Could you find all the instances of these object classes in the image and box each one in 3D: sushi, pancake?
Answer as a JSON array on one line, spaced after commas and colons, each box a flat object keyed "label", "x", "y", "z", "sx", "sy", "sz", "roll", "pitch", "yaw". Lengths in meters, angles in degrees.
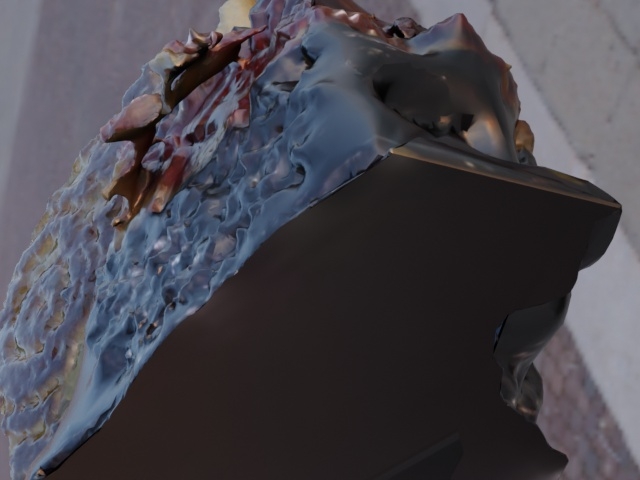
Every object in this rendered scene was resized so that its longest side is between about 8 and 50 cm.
[{"label": "sushi", "x": 0.000, "y": 0.000, "z": 0.484, "sx": 0.150, "sy": 0.153, "sz": 0.172, "roll": -94, "pitch": 21, "yaw": -52}, {"label": "pancake", "x": -0.072, "y": 0.023, "z": 0.723, "sx": 0.257, "sy": 0.056, "sz": 0.212, "roll": -56, "pitch": 41, "yaw": 13}]
